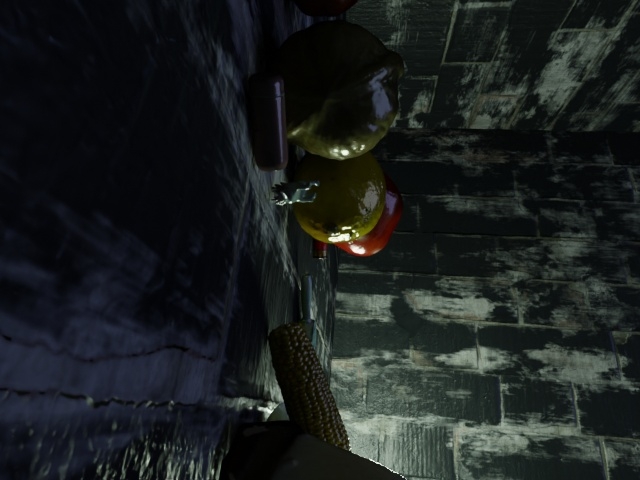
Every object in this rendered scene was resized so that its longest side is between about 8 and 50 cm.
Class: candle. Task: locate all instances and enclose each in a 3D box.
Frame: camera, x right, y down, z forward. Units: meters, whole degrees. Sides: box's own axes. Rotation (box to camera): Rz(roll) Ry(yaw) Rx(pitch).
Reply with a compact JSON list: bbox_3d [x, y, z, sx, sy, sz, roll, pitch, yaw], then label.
[{"bbox_3d":[0.000,0.000,1.480,0.052,0.052,0.130,-14,104,-84],"label":"candle"}]

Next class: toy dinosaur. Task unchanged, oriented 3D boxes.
[{"bbox_3d":[-0.053,-0.088,0.773,0.209,0.082,0.039,-53,141,-76],"label":"toy dinosaur"}]

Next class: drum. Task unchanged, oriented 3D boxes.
[{"bbox_3d":[-0.038,0.218,1.214,0.130,0.049,0.252,-7,100,-84],"label":"drum"}]

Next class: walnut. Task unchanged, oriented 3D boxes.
[{"bbox_3d":[0.023,-0.261,0.741,0.227,0.283,0.283,59,16,-14],"label":"walnut"}]

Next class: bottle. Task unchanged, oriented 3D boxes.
[{"bbox_3d":[-0.078,-0.177,0.627,0.053,0.053,0.140,-78,169,-58],"label":"bottle"}]

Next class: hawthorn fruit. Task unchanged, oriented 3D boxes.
[{"bbox_3d":[0.008,-0.536,0.802,0.194,0.157,0.156,88,7,-59],"label":"hawthorn fruit"}]

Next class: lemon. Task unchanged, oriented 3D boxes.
[{"bbox_3d":[0.043,-0.116,0.991,0.236,0.236,0.263,81,33,-63],"label":"lemon"}]

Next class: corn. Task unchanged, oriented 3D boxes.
[{"bbox_3d":[-0.024,0.311,0.808,0.101,0.102,0.310,29,38,-83],"label":"corn"}]

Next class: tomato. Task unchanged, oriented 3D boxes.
[{"bbox_3d":[0.115,-0.109,1.350,0.292,0.290,0.325,-60,168,-4],"label":"tomato"}]

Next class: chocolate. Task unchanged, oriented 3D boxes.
[{"bbox_3d":[0.019,0.442,0.590,0.314,0.298,0.325,68,26,-64],"label":"chocolate"}]

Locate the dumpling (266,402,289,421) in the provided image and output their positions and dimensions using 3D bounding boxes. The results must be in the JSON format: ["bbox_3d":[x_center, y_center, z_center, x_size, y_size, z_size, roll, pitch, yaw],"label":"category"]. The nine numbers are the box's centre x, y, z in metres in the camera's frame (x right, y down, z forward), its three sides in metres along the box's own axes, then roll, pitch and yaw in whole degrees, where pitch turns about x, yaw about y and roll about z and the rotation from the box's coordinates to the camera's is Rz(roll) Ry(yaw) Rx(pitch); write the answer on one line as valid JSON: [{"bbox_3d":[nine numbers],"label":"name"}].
[{"bbox_3d":[-0.057,0.427,0.848,0.219,0.108,0.152,-82,173,-59],"label":"dumpling"}]
